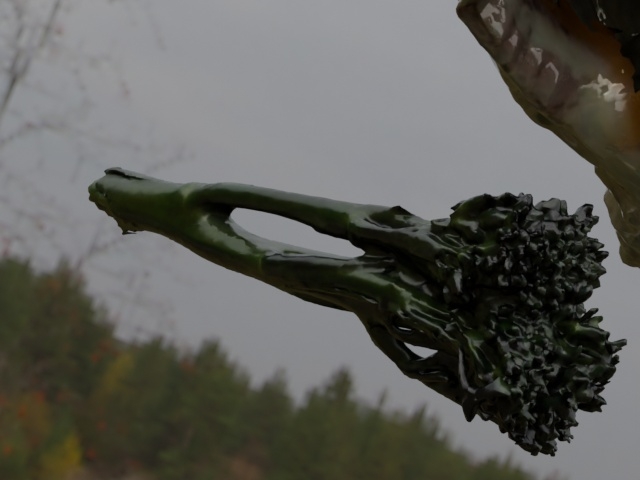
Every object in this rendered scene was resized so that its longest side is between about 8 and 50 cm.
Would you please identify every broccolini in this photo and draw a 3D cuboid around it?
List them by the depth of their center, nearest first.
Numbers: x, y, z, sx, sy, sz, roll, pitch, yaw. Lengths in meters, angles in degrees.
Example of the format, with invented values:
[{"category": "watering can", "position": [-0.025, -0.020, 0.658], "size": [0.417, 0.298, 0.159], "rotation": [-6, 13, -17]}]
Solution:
[{"category": "broccolini", "position": [0.008, 0.002, 0.606], "size": [0.058, 0.074, 0.201], "rotation": [6, 12, -45]}]

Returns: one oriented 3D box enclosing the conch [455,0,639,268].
[{"category": "conch", "position": [0.159, -0.108, 0.661], "size": [0.210, 0.291, 0.159], "rotation": [24, 28, -2]}]
